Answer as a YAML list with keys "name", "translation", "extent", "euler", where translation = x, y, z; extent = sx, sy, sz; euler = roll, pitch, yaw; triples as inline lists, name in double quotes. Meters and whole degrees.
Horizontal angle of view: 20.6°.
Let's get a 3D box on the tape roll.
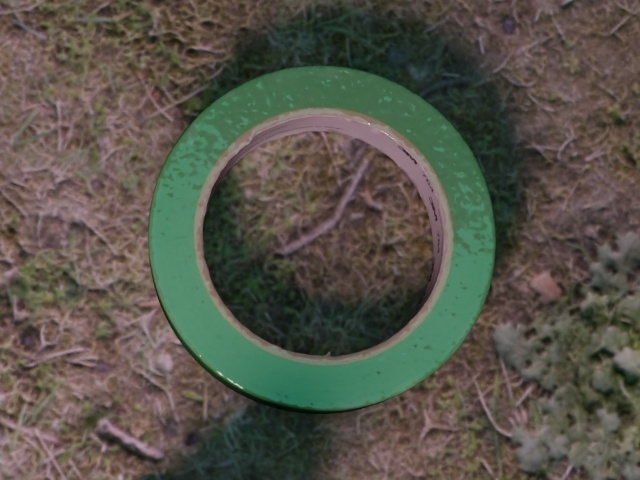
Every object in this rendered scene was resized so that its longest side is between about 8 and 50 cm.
- name: "tape roll"
  translation: [0.000, 0.000, 1.640]
  extent: [0.321, 0.077, 0.321]
  euler: [1, 83, -5]
